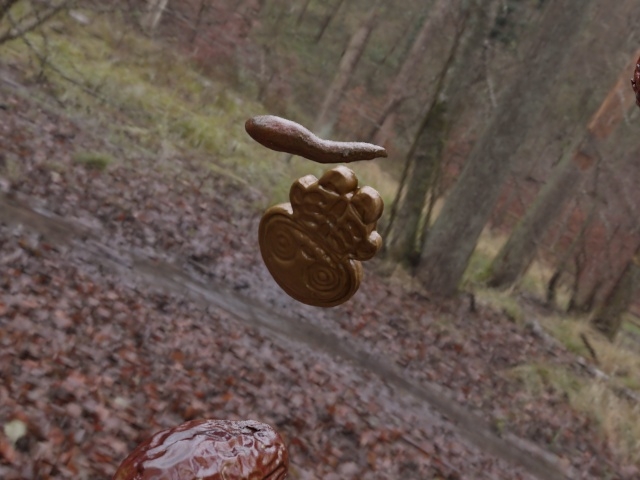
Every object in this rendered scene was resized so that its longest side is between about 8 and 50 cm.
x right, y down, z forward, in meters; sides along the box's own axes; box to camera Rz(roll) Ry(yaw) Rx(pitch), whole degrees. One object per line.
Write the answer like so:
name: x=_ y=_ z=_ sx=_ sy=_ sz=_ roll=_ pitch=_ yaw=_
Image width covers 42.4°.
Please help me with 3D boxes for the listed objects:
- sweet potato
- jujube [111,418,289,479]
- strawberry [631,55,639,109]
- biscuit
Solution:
sweet potato: x=-0.005 y=-0.139 z=1.191 sx=0.214 sy=0.050 sz=0.050 roll=14 pitch=9 yaw=-5
jujube: x=-0.177 y=0.359 z=1.233 sx=0.197 sy=0.197 sz=0.290 roll=34 pitch=29 yaw=34
strawberry: x=0.518 y=-0.218 z=1.013 sx=0.345 sy=0.295 sz=0.318 roll=5 pitch=-8 yaw=-38
biscuit: x=0.000 y=0.001 z=1.340 sx=0.202 sy=0.288 sz=0.044 roll=44 pitch=46 yaw=4
